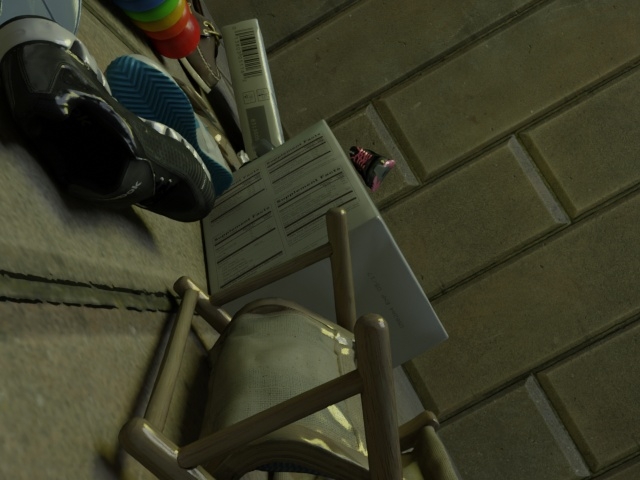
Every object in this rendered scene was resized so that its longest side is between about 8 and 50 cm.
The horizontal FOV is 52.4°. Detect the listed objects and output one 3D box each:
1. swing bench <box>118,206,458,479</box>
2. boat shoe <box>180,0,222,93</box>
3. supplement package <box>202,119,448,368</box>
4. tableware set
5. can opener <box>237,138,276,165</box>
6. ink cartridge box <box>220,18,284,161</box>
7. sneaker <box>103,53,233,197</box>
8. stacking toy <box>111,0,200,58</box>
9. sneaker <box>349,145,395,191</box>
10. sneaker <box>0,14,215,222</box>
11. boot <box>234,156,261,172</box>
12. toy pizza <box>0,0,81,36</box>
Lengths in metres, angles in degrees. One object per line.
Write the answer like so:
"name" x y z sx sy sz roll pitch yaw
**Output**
"swing bench" 0.004 0.145 0.488 0.253 0.165 0.255 -105 171 -73
"boat shoe" -0.275 -0.454 1.423 0.324 0.096 0.116 64 5 34
"supplement package" -0.008 0.024 0.799 0.199 0.198 0.263 57 6 -34
"tableware set" -0.177 -0.161 0.802 0.168 0.020 0.141 28 -16 31
"can opener" -0.071 -0.061 1.257 0.283 0.095 0.076 60 5 -1
"ink cartridge box" -0.139 -0.319 1.582 0.385 0.091 0.308 6 72 -87
"sneaker" -0.172 -0.121 0.694 0.092 0.087 0.229 55 -5 25
"stacking toy" -0.272 -0.387 1.017 0.141 0.141 0.330 62 -2 13
"sneaker" 0.059 -0.097 0.824 0.057 0.047 0.119 37 6 -5
"sneaker" -0.156 -0.059 0.508 0.234 0.078 0.106 48 16 -52
"boot" 0.003 -0.003 1.182 0.348 0.131 0.260 28 30 -56
"toy pizza" -0.252 -0.231 0.498 0.201 0.032 0.201 -7 90 -78
